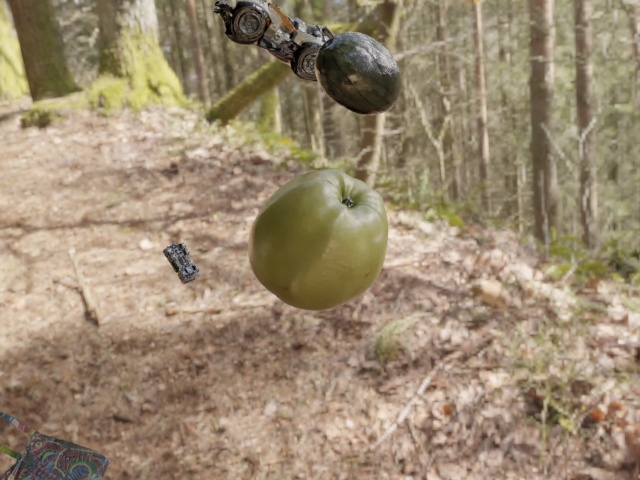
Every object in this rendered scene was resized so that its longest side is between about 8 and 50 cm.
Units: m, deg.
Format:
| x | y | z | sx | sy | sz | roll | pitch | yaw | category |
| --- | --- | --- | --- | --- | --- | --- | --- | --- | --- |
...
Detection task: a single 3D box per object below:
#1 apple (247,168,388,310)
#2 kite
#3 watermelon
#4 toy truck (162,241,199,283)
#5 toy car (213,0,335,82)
| x | y | z | sx | sy | sz | roll | pitch | yaw | category |
| --- | --- | --- | --- | --- | --- | --- | --- | --- | --- |
| 0.000 | 0.000 | 1.088 | 0.200 | 0.200 | 0.200 | -7 | 18 | 2 | apple |
| -0.490 | 0.346 | 1.314 | 0.285 | 0.015 | 0.152 | 31 | 49 | 7 | kite |
| 0.043 | -0.174 | 0.862 | 0.111 | 0.078 | 0.078 | 23 | -4 | -39 | watermelon |
| -0.260 | 0.042 | 1.513 | 0.039 | 0.083 | 0.044 | -25 | -20 | -31 | toy truck |
| -0.078 | -0.426 | 1.675 | 0.301 | 0.118 | 0.193 | 26 | 14 | -20 | toy car |
